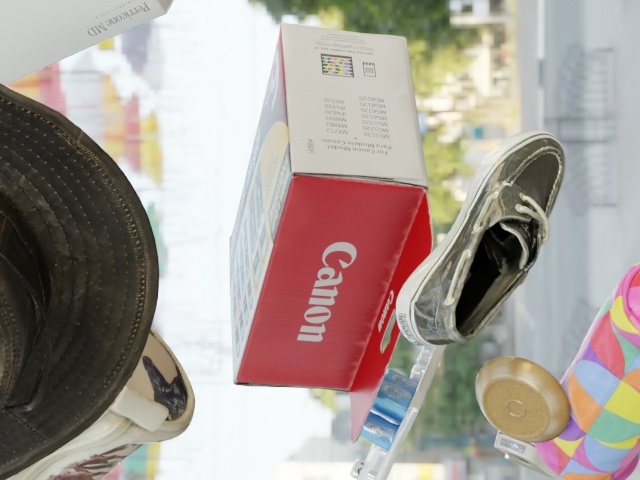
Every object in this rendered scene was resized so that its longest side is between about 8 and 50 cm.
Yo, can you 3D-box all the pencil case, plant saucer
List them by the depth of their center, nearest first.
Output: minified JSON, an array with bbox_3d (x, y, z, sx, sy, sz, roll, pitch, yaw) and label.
[{"bbox_3d":[0.250,0.109,1.172,0.236,0.104,0.104,111,167,-51],"label":"pencil case"},{"bbox_3d":[0.161,0.133,1.186,0.015,0.083,0.083,-43,-42,-48],"label":"plant saucer"},{"bbox_3d":[-0.294,0.198,1.208,0.160,0.410,0.183,40,-160,-39],"label":"pencil case"}]

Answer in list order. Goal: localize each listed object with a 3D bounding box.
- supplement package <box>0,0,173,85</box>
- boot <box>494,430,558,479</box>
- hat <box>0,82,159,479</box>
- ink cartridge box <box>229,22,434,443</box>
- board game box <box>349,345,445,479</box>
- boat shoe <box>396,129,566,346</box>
[{"bbox_3d":[-0.256,-0.273,1.359,0.145,0.262,0.204,53,-146,-30],"label":"supplement package"},{"bbox_3d":[0.249,0.215,1.652,0.086,0.069,0.190,-66,-19,-9],"label":"boot"},{"bbox_3d":[-0.253,0.063,0.822,0.134,0.331,0.331,-104,8,-58],"label":"hat"},{"bbox_3d":[0.000,0.000,1.394,0.309,0.130,0.271,107,164,-45],"label":"ink cartridge box"},{"bbox_3d":[0.048,0.268,1.682,0.390,0.050,0.390,-51,-15,-71],"label":"board game box"},{"bbox_3d":[0.146,-0.002,1.151,0.078,0.070,0.219,47,-117,-25],"label":"boat shoe"}]
